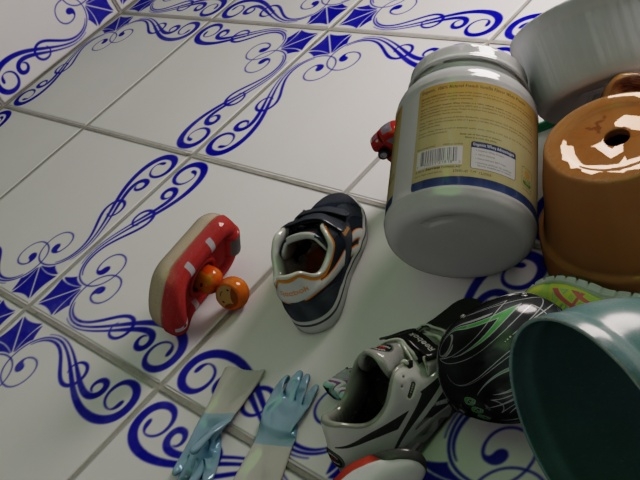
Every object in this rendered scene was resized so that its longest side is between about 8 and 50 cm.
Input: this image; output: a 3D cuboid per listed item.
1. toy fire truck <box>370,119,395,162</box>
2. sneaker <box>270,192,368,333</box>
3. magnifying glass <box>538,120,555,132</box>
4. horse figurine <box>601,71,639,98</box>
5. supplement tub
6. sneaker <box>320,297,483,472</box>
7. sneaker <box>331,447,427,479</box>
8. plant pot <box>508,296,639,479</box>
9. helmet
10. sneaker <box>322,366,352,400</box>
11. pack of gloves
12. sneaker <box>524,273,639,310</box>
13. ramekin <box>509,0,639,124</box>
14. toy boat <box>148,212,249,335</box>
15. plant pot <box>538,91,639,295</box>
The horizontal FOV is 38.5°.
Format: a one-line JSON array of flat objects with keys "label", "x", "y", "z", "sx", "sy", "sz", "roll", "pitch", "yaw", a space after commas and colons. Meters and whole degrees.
[{"label": "toy fire truck", "x": 0.199, "y": -0.166, "z": 1.620, "sx": 0.135, "sy": 0.192, "sz": 0.047, "roll": -45, "pitch": 27, "yaw": 28}, {"label": "sneaker", "x": 0.000, "y": 0.000, "z": 1.564, "sx": 0.126, "sy": 0.127, "sz": 0.321, "roll": -14, "pitch": 37, "yaw": 21}, {"label": "magnifying glass", "x": 0.333, "y": -0.221, "z": 1.695, "sx": 0.231, "sy": 0.026, "sz": 0.092, "roll": -10, "pitch": 40, "yaw": 25}, {"label": "horse figurine", "x": 0.488, "y": -0.195, "z": 1.398, "sx": 0.175, "sy": 0.263, "sz": 0.066, "roll": 9, "pitch": 72, "yaw": 16}, {"label": "supplement tub", "x": 0.223, "y": -0.125, "z": 1.427, "sx": 0.228, "sy": 0.228, "sz": 0.316, "roll": -8, "pitch": 56, "yaw": 26}, {"label": "sneaker", "x": 0.126, "y": 0.177, "z": 1.251, "sx": 0.122, "sy": 0.146, "sz": 0.330, "roll": 14, "pitch": 52, "yaw": 45}, {"label": "sneaker", "x": 0.025, "y": 0.371, "z": 1.128, "sx": 0.270, "sy": 0.090, "sz": 0.145, "roll": -27, "pitch": 37, "yaw": 8}, {"label": "plant pot", "x": 0.370, "y": 0.181, "z": 0.988, "sx": 0.196, "sy": 0.293, "sz": 0.293, "roll": -22, "pitch": 34, "yaw": -17}, {"label": "helmet", "x": 0.248, "y": 0.151, "z": 1.176, "sx": 0.162, "sy": 0.169, "sz": 0.169, "roll": -24, "pitch": 30, "yaw": 42}, {"label": "sneaker", "x": 0.054, "y": 0.213, "z": 1.341, "sx": 0.069, "sy": 0.038, "sz": 0.098, "roll": -40, "pitch": 38, "yaw": -14}, {"label": "pack of gloves", "x": -0.118, "y": 0.274, "z": 1.375, "sx": 0.195, "sy": 0.046, "sz": 0.232, "roll": -4, "pitch": 43, "yaw": 31}, {"label": "sneaker", "x": 0.357, "y": 0.109, "z": 1.235, "sx": 0.209, "sy": 0.081, "sz": 0.094, "roll": 9, "pitch": 58, "yaw": 43}, {"label": "ramekin", "x": 0.461, "y": -0.294, "z": 1.495, "sx": 0.277, "sy": 0.277, "sz": 0.135, "roll": -17, "pitch": 76, "yaw": 16}, {"label": "toy boat", "x": -0.195, "y": 0.074, "z": 1.615, "sx": 0.151, "sy": 0.151, "sz": 0.231, "roll": 28, "pitch": 59, "yaw": 16}, {"label": "plant pot", "x": 0.437, "y": -0.070, "z": 1.293, "sx": 0.291, "sy": 0.203, "sz": 0.290, "roll": -18, "pitch": 38, "yaw": 15}]
